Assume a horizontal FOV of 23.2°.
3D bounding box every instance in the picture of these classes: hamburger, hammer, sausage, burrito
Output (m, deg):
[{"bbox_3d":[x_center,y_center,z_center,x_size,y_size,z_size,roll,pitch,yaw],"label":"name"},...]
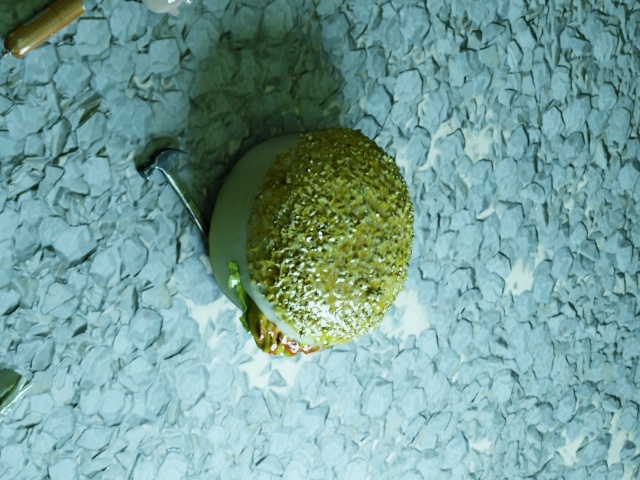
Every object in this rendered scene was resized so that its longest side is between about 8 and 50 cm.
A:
[{"bbox_3d":[0.000,0.000,1.952,0.276,0.179,0.294,-1,103,-45],"label":"hamburger"},{"bbox_3d":[-0.158,-0.043,1.916,0.062,0.017,0.182,-48,130,-20],"label":"hammer"},{"bbox_3d":[-0.308,-0.233,1.716,0.107,0.031,0.031,-41,126,-23],"label":"sausage"},{"bbox_3d":[-0.401,0.219,1.763,0.185,0.041,0.045,-50,138,-16],"label":"burrito"}]

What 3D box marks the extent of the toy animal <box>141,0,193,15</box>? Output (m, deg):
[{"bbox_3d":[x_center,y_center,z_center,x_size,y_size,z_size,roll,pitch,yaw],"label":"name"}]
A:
[{"bbox_3d":[-0.199,-0.307,1.766,0.150,0.089,0.083,41,54,-37],"label":"toy animal"}]
